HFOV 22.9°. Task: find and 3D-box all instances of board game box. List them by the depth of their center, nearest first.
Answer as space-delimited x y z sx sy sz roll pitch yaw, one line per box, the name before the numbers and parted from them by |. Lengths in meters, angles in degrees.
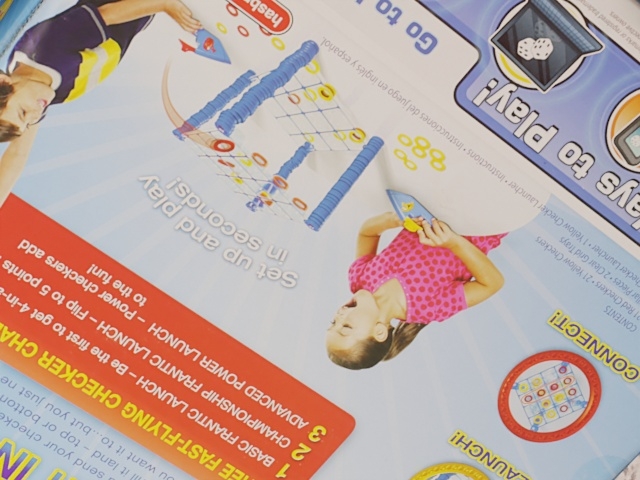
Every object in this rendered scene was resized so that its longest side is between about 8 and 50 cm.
board game box | 0.000 0.000 0.622 0.308 0.086 0.302 35 106 -21
